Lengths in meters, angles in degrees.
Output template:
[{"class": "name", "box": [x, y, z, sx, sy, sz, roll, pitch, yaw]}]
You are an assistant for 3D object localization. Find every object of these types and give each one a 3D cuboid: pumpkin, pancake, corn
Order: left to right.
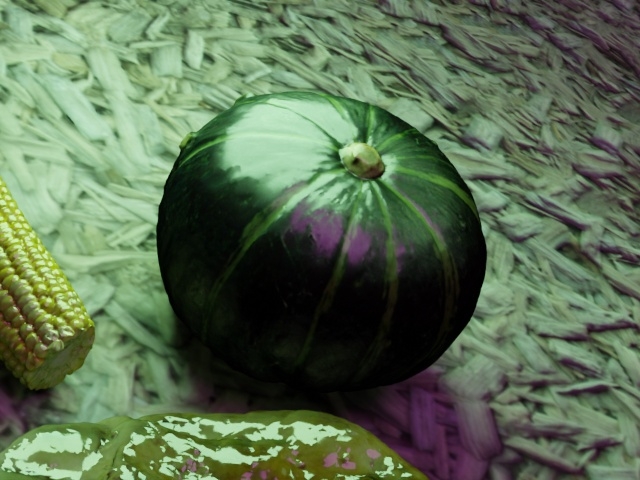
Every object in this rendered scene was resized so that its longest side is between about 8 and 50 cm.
[{"class": "corn", "box": [-0.287, 0.021, 1.095, 0.093, 0.093, 0.244, -14, 59, -45]}, {"class": "pancake", "box": [-0.069, 0.207, 0.917, 0.386, 0.082, 0.387, 9, 14, -2]}, {"class": "pumpkin", "box": [0.000, 0.000, 1.199, 0.323, 0.241, 0.323, 20, 35, -15]}]
